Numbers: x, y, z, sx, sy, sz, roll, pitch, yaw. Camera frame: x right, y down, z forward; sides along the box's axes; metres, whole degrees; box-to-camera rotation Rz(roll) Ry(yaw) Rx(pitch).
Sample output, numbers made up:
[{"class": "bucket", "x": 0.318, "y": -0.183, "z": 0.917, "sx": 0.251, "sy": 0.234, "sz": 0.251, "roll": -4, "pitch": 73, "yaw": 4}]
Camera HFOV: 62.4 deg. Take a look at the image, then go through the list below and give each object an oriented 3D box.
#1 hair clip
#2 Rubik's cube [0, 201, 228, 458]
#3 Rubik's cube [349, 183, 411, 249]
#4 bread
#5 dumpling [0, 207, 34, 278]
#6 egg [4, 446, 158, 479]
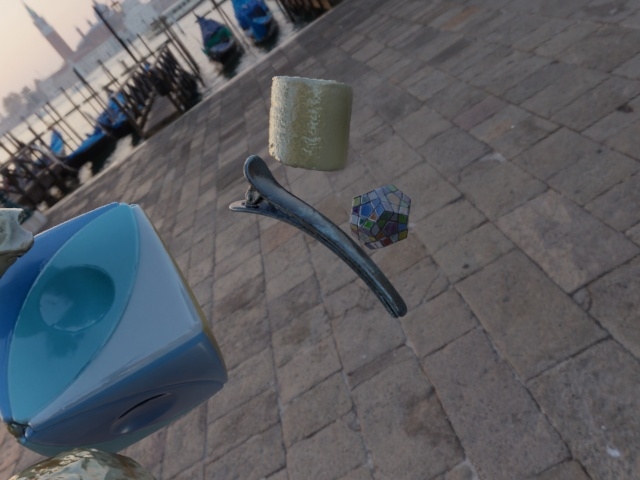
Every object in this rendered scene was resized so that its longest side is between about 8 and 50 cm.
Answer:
[{"class": "hair clip", "x": 0.000, "y": 0.000, "z": 0.554, "sx": 0.039, "sy": 0.229, "sz": 0.070, "roll": -29, "pitch": -28, "yaw": -53}, {"class": "Rubik's cube", "x": -0.408, "y": 0.183, "z": 1.017, "sx": 0.351, "sy": 0.352, "sz": 0.347, "roll": -29, "pitch": 64, "yaw": -16}, {"class": "Rubik's cube", "x": 0.098, "y": -0.038, "z": 0.860, "sx": 0.111, "sy": 0.093, "sz": 0.111, "roll": -19, "pitch": 3, "yaw": 1}, {"class": "bread", "x": -0.017, "y": -0.189, "z": 0.862, "sx": 0.134, "sy": 0.141, "sz": 0.148, "roll": 9, "pitch": 12, "yaw": 19}, {"class": "dumpling", "x": -0.526, "y": 0.009, "z": 0.798, "sx": 0.199, "sy": 0.118, "sz": 0.136, "roll": -19, "pitch": 53, "yaw": -2}, {"class": "egg", "x": -0.240, "y": 0.305, "z": 0.495, "sx": 0.203, "sy": 0.203, "sz": 0.245, "roll": -30, "pitch": 4, "yaw": 12}]
